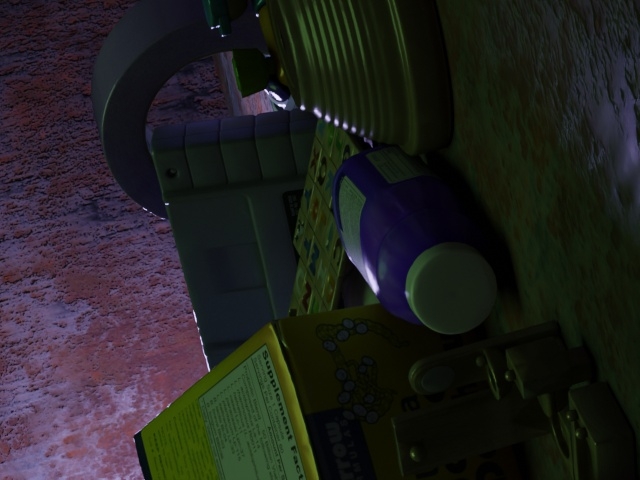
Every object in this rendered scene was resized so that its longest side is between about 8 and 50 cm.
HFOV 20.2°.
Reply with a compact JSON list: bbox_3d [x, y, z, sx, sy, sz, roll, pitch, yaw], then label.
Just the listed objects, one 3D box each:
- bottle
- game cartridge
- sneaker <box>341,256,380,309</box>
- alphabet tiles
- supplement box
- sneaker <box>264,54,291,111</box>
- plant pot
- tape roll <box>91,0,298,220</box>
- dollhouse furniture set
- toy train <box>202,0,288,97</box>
[{"bbox_3d":[0.076,0.003,1.450,0.283,0.092,0.118,-124,18,-73],"label":"bottle"},{"bbox_3d":[-0.039,0.013,1.964,0.068,0.230,0.355,-86,-12,-48],"label":"game cartridge"},{"bbox_3d":[0.061,0.072,1.823,0.292,0.108,0.169,98,160,-54],"label":"sneaker"},{"bbox_3d":[0.000,0.000,1.764,0.198,0.009,0.237,-119,39,-66],"label":"alphabet tiles"},{"bbox_3d":[-0.003,0.203,1.635,0.356,0.195,0.194,-40,62,57],"label":"supplement box"},{"bbox_3d":[-0.050,-0.245,2.081,0.153,0.094,0.235,137,118,-83],"label":"sneaker"},{"bbox_3d":[0.020,-0.175,1.449,0.237,0.109,0.237,164,90,-84],"label":"plant pot"},{"bbox_3d":[-0.106,-0.148,1.939,0.090,0.274,0.275,-112,8,-51],"label":"tape roll"},{"bbox_3d":[0.123,0.140,1.182,0.151,0.123,0.144,-111,8,-49],"label":"dollhouse furniture set"},{"bbox_3d":[-0.018,-0.165,1.685,0.105,0.143,0.248,87,167,-69],"label":"toy train"}]
